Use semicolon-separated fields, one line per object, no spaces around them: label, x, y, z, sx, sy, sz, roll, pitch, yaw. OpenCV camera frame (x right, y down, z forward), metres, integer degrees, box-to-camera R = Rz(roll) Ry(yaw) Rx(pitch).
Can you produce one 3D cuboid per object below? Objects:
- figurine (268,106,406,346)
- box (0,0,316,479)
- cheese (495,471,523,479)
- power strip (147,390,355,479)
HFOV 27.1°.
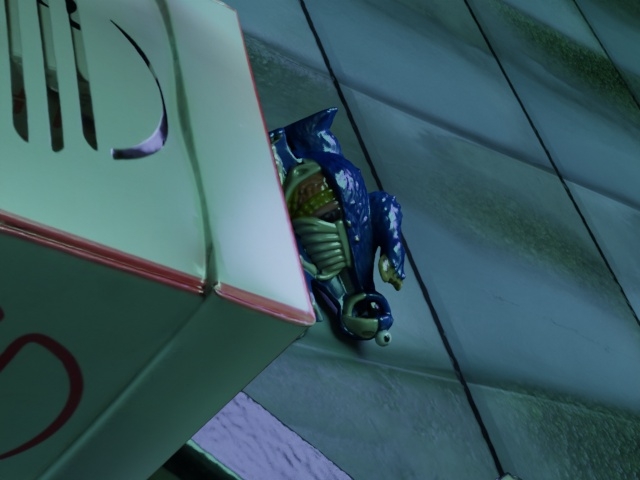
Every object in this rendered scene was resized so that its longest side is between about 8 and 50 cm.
figurine;0.004;-0.007;1.403;0.164;0.121;0.262;-8;79;-26
box;-0.233;-0.011;0.888;0.300;0.312;0.314;22;38;-35
cheese;0.218;0.308;1.335;0.171;0.047;0.092;43;31;-3
power strip;-0.081;0.180;1.093;0.256;0.070;0.105;38;32;-9
